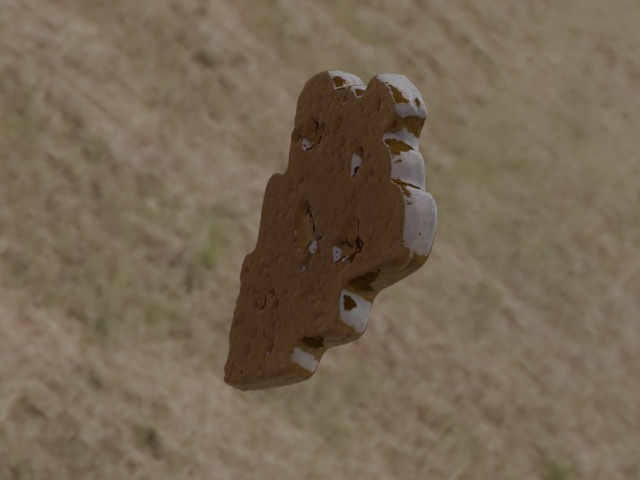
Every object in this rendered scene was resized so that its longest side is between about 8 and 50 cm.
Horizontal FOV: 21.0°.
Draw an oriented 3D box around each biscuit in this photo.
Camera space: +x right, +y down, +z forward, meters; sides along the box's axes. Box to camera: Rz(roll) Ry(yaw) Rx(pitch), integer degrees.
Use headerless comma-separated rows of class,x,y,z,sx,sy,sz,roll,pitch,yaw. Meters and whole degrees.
biscuit,0.001,0.000,1.396,0.043,0.301,0.278,17,30,-26
